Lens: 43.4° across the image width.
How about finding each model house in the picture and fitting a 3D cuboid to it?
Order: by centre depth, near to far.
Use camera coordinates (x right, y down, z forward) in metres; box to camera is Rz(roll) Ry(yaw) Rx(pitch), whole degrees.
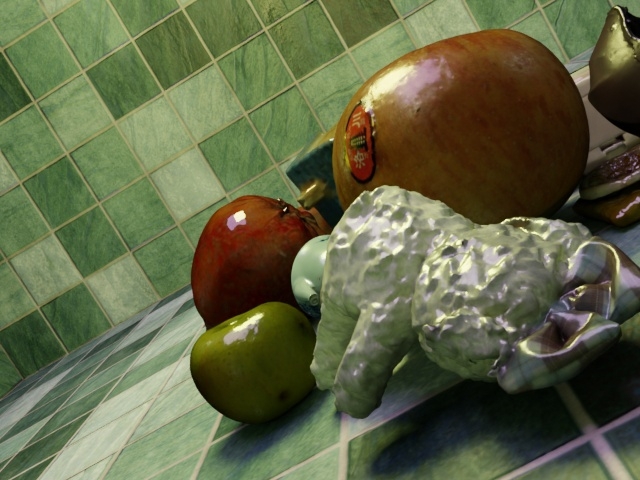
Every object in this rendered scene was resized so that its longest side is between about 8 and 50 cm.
[{"bbox_3d":[0.154,-0.120,1.723,0.342,0.335,0.382,-42,14,-6],"label":"model house"}]

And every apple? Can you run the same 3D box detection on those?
[{"bbox_3d":[-0.093,0.182,1.194,0.196,0.157,0.196,-30,8,4],"label":"apple"},{"bbox_3d":[0.217,-0.120,1.246,0.400,0.334,0.400,-19,-10,-4],"label":"apple"}]

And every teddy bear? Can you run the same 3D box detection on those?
[{"bbox_3d":[0.165,0.108,0.906,0.327,0.376,0.362,-34,50,-25],"label":"teddy bear"}]

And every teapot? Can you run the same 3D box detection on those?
[{"bbox_3d":[0.045,0.069,1.462,0.231,0.159,0.159,-22,2,-33],"label":"teapot"}]

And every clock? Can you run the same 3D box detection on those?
[{"bbox_3d":[0.500,-0.237,1.535,0.341,0.184,0.326,-22,6,10],"label":"clock"}]

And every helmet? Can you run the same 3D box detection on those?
[{"bbox_3d":[0.540,-0.232,1.234,0.224,0.305,0.177,4,-59,-36],"label":"helmet"}]

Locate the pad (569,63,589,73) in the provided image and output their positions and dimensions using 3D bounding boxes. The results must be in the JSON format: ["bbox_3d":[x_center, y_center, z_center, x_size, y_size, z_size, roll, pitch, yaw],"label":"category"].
[{"bbox_3d":[0.521,-0.340,1.570,0.234,0.003,0.158,-27,0,-2],"label":"pad"}]

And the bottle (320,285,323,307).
[{"bbox_3d":[0.075,0.085,1.265,0.110,0.110,0.233,-33,2,-14],"label":"bottle"}]

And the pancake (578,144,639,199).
[{"bbox_3d":[0.438,-0.100,1.173,0.139,0.022,0.139,-33,8,5],"label":"pancake"}]

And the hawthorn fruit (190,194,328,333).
[{"bbox_3d":[-0.117,0.067,1.635,0.308,0.325,0.308,7,23,-3],"label":"hawthorn fruit"}]

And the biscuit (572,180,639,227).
[{"bbox_3d":[0.467,-0.080,1.163,0.183,0.039,0.174,-32,7,-1],"label":"biscuit"}]

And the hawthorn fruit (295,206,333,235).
[{"bbox_3d":[0.000,0.000,1.954,0.199,0.200,0.251,-27,-4,25],"label":"hawthorn fruit"}]
